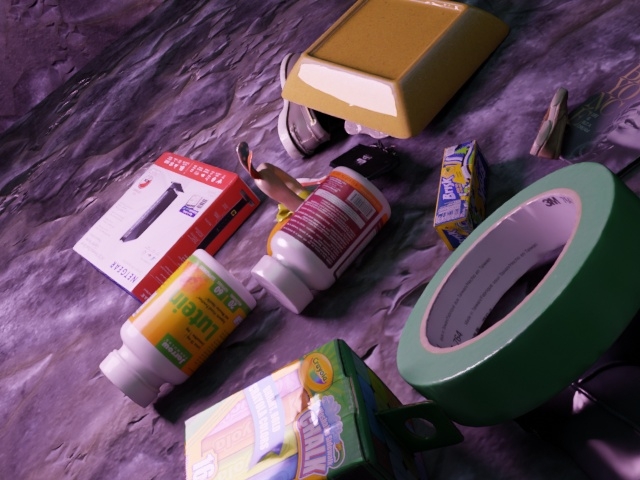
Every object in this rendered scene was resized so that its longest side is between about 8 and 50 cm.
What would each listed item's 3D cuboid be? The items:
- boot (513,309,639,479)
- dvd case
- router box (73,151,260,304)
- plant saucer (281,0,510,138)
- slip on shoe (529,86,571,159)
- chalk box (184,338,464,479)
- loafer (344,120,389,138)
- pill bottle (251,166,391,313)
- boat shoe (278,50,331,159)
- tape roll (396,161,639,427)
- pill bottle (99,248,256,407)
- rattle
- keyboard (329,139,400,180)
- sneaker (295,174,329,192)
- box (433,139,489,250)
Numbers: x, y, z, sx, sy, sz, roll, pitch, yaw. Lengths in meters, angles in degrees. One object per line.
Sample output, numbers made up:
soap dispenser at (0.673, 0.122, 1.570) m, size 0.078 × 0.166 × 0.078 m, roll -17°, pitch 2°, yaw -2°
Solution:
boot at (0.329, 0.141, 0.746) m, size 0.246 × 0.094 × 0.207 m, roll -47°, pitch 34°, yaw -5°
dvd case at (0.439, -0.178, 1.071) m, size 0.221 × 0.018 × 0.164 m, roll -38°, pitch 34°, yaw 2°
router box at (-0.323, -0.029, 1.543) m, size 0.301 × 0.082 × 0.335 m, roll -50°, pitch 36°, yaw -15°
plant saucer at (0.128, -0.364, 1.419) m, size 0.332 × 0.081 × 0.333 m, roll 25°, pitch 64°, yaw 37°
slip on shoe at (0.346, -0.170, 1.100) m, size 0.041 × 0.051 × 0.135 m, roll 24°, pitch 54°, yaw 11°
chalk box at (0.013, 0.248, 0.844) m, size 0.289 × 0.180 × 0.179 m, roll -29°, pitch 36°, yaw 12°
loafer at (0.099, -0.216, 1.404) m, size 0.039 × 0.045 × 0.125 m, roll -13°, pitch 17°, yaw -39°
pill bottle at (0.000, 0.000, 1.182) m, size 0.221 × 0.121 × 0.121 m, roll -48°, pitch 36°, yaw -13°
boat shoe at (-0.024, -0.293, 1.550) m, size 0.091 × 0.109 × 0.305 m, roll -21°, pitch 44°, yaw 23°
tape roll at (0.221, 0.055, 0.841) m, size 0.321 × 0.077 × 0.321 m, roll -47°, pitch 10°, yaw 11°
pill bottle at (-0.233, 0.145, 1.218) m, size 0.246 × 0.136 × 0.136 m, roll -47°, pitch 35°, yaw -11°
rattle at (-0.102, -0.065, 1.248) m, size 0.142 × 0.199 × 0.130 m, roll -34°, pitch 66°, yaw 21°
keyboard at (0.090, -0.132, 1.318) m, size 0.100 × 0.038 × 0.192 m, roll -32°, pitch 23°, yaw -8°
sneaker at (0.013, -0.077, 1.331) m, size 0.158 × 0.061 × 0.065 m, roll -3°, pitch 75°, yaw 41°
box at (0.212, -0.069, 1.120) m, size 0.054 × 0.059 × 0.169 m, roll -13°, pitch 42°, yaw 31°
